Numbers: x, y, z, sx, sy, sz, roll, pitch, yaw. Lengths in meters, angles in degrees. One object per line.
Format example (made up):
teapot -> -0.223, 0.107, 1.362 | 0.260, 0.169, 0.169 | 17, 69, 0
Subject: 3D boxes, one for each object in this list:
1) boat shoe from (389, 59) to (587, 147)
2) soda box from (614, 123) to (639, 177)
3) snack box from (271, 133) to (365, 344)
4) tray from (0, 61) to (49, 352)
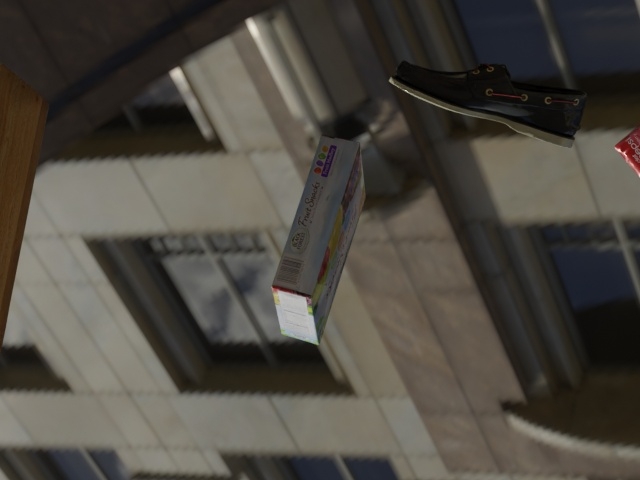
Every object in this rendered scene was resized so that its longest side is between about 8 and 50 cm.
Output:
boat shoe -> 0.112, -0.099, 1.178 | 0.133, 0.042, 0.049 | 15, -166, -7
soda box -> 0.362, -0.115, 1.587 | 0.092, 0.083, 0.263 | -41, 176, 35
snack box -> 0.000, 0.000, 1.430 | 0.037, 0.100, 0.141 | 14, -113, 9
tray -> -0.335, 0.054, 1.419 | 0.203, 0.076, 0.411 | -29, -141, 28
